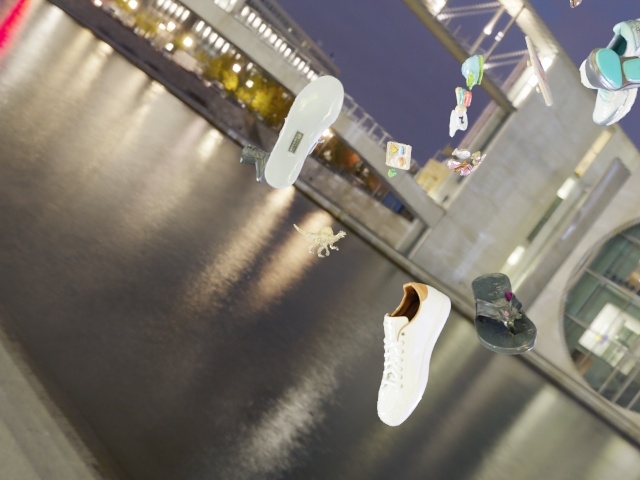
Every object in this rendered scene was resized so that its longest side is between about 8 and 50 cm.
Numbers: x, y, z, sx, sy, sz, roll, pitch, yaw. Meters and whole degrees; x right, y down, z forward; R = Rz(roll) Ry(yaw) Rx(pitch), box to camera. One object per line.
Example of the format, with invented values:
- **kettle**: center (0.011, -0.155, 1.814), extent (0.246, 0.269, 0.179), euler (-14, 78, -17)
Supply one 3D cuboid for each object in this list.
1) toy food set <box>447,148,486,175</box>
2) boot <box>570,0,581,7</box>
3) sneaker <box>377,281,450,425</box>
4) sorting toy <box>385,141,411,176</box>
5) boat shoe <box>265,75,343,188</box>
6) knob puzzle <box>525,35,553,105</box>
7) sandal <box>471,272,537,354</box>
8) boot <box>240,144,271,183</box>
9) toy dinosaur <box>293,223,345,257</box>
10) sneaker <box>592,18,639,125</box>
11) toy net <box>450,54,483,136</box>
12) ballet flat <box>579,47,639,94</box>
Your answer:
- **toy food set**: center (0.369, -0.195, 1.655), extent (0.122, 0.078, 0.019), euler (-2, 48, -36)
- **boot**: center (0.467, -0.411, 1.034), extent (0.114, 0.106, 0.037), euler (23, -4, 34)
- **sneaker**: center (0.157, 0.220, 1.318), extent (0.123, 0.290, 0.106), euler (30, -18, -29)
- **sorting toy**: center (0.179, -0.184, 1.522), extent (0.062, 0.083, 0.012), euler (17, 24, 35)
- **boat shoe**: center (-0.044, -0.268, 1.636), extent (0.113, 0.306, 0.105), euler (24, 3, -10)
- **knob puzzle**: center (0.639, -0.472, 1.914), extent (0.213, 0.030, 0.213), euler (40, 40, -46)
- **sandal**: center (0.545, 0.202, 2.033), extent (0.445, 0.168, 0.107), euler (-89, 161, -66)
- **boot**: center (-0.230, -0.266, 2.257), extent (0.099, 0.121, 0.045), euler (16, 8, 12)
- **toy dinosaur**: center (0.000, 0.000, 1.978), extent (0.183, 0.092, 0.053), euler (6, -13, 30)
- **sneaker**: center (0.743, -0.429, 1.665), extent (0.122, 0.282, 0.110), euler (-4, 35, -21)
- **toy net**: center (0.375, -0.352, 1.672), extent (0.045, 0.232, 0.122), euler (0, 47, -2)
- **ballet flat**: center (0.481, -0.278, 1.093), extent (0.203, 0.074, 0.074), euler (-9, 35, -40)
